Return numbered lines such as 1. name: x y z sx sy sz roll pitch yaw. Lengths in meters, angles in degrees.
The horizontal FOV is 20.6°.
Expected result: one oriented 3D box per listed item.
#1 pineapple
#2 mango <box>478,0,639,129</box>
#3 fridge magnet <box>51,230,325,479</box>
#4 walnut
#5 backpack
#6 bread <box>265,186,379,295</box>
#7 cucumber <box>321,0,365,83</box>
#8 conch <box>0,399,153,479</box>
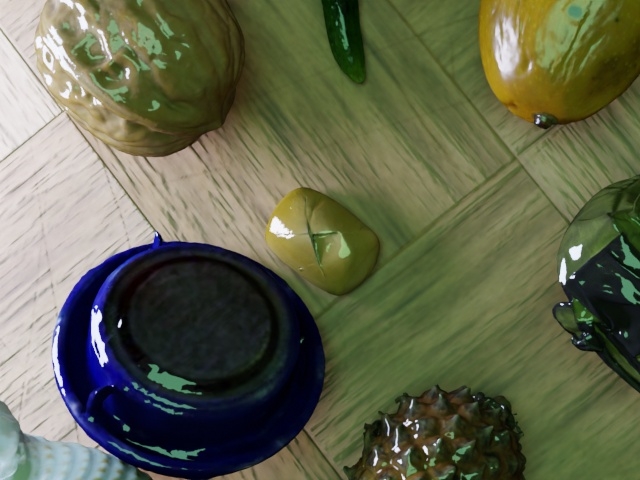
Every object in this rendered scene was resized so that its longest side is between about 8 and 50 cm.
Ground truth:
1. pineapple: 0.120 0.212 1.670 0.166 0.166 0.193 41 59 10
2. mango: 0.268 -0.273 1.687 0.187 0.144 0.359 24 83 23
3. fridge magnet: -0.124 0.105 1.692 0.265 0.113 0.265 6 53 -9
4. walnut: -0.173 -0.183 1.732 0.213 0.213 0.213 -1 85 9
5. backpack: 0.324 0.066 1.622 0.140 0.207 0.253 -42 89 26
6. bread: 0.000 0.000 1.750 0.115 0.056 0.082 40 91 10
7. cucumber: 0.020 -0.240 1.778 0.039 0.039 0.168 -8 86 8
8. conch: -0.230 0.312 1.671 0.215 0.303 0.319 0 67 -30
